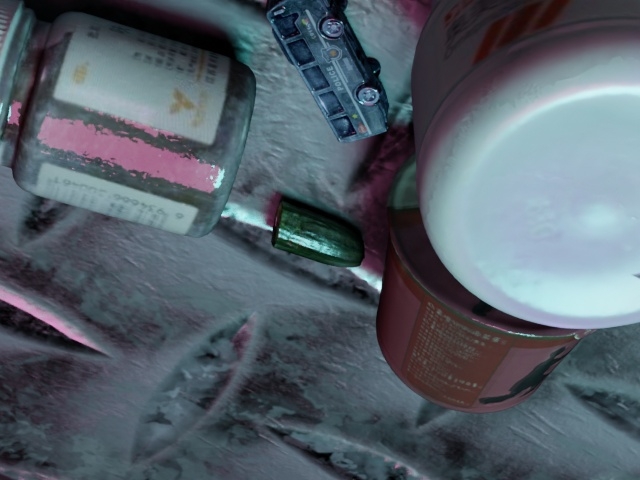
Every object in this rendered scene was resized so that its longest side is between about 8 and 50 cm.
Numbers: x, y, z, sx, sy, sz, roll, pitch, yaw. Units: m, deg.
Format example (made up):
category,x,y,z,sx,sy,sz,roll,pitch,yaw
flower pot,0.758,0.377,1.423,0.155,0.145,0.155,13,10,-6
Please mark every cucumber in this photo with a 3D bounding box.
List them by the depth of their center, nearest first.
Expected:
category,x,y,z,sx,sy,sz,roll,pitch,yaw
cucumber,0.000,0.000,1.291,0.105,0.048,0.048,21,128,-16

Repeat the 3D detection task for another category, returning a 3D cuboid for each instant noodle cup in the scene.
category,x,y,z,sx,sy,sz,roll,pitch,yaw
instant noodle cup,0.155,0.041,1.219,0.235,0.234,0.178,10,139,-7

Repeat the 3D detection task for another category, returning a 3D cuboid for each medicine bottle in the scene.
category,x,y,z,sx,sy,sz,roll,pitch,yaw
medicine bottle,0.197,-0.122,1.001,0.256,0.324,0.256,2,131,2
medicine bottle,-0.205,-0.113,1.125,0.273,0.165,0.165,17,129,-11

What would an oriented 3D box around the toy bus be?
category,x,y,z,sx,sy,sz,roll,pitch,yaw
toy bus,0.009,-0.161,1.154,0.065,0.047,0.166,-17,129,20
